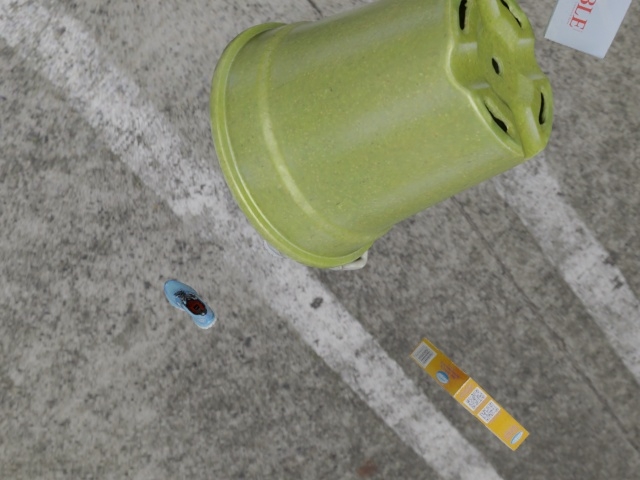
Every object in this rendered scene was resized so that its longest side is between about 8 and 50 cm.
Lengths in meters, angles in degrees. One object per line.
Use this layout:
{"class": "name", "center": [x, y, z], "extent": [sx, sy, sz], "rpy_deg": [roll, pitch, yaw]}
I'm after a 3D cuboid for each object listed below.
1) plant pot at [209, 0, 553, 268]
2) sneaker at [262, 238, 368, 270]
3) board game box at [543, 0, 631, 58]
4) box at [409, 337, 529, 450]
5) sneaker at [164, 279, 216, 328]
{"class": "plant pot", "center": [0.077, -0.132, 0.821], "extent": [0.254, 0.276, 0.276], "rpy_deg": [-17, 124, 39]}
{"class": "sneaker", "center": [0.000, 0.000, 1.603], "extent": [0.252, 0.111, 0.103], "rpy_deg": [12, 90, -44]}
{"class": "board game box", "center": [0.317, -0.385, 0.761], "extent": [0.066, 0.318, 0.319], "rpy_deg": [22, 138, 9]}
{"class": "box", "center": [0.152, 0.158, 0.826], "extent": [0.028, 0.081, 0.136], "rpy_deg": [-46, 124, -3]}
{"class": "sneaker", "center": [-0.313, 0.139, 1.973], "extent": [0.063, 0.162, 0.073], "rpy_deg": [-46, 154, -19]}
